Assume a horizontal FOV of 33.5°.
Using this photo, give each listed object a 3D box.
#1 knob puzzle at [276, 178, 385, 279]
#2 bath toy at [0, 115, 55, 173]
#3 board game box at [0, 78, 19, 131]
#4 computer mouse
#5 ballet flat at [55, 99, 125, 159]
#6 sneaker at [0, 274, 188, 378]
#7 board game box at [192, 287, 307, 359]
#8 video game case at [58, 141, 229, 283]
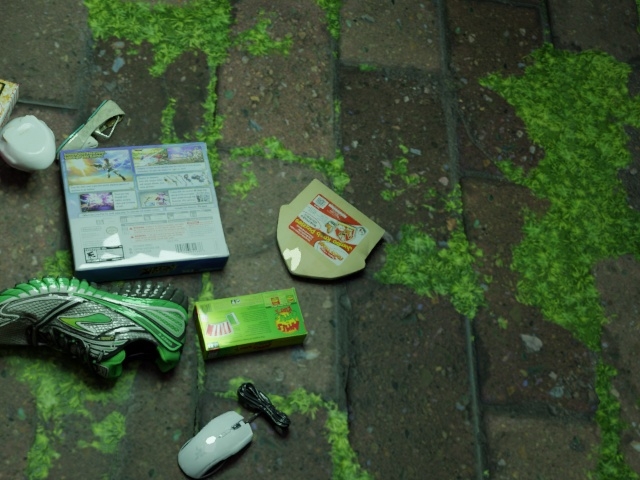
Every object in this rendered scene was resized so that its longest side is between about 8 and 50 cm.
[{"bbox_3d":[0.000,0.000,1.977,0.213,0.030,0.213,7,59,-12],"label":"knob puzzle"},{"bbox_3d":[-0.620,-0.107,1.816,0.348,0.129,0.151,-31,80,-26],"label":"bath toy"},{"bbox_3d":[-0.668,-0.248,1.935,0.193,0.045,0.147,17,57,-5],"label":"board game box"},{"bbox_3d":[-0.147,0.317,1.744,0.193,0.042,0.106,-37,76,-30],"label":"computer mouse"},{"bbox_3d":[-0.421,-0.198,1.968,0.052,0.057,0.168,37,58,-3],"label":"ballet flat"},{"bbox_3d":[-0.383,0.145,1.728,0.343,0.134,0.146,2,61,-15],"label":"sneaker"},{"bbox_3d":[-0.123,0.144,1.851,0.181,0.043,0.092,-8,63,-19],"label":"board game box"},{"bbox_3d":[-0.319,-0.053,1.904,0.269,0.061,0.244,-5,63,-18],"label":"video game case"}]
